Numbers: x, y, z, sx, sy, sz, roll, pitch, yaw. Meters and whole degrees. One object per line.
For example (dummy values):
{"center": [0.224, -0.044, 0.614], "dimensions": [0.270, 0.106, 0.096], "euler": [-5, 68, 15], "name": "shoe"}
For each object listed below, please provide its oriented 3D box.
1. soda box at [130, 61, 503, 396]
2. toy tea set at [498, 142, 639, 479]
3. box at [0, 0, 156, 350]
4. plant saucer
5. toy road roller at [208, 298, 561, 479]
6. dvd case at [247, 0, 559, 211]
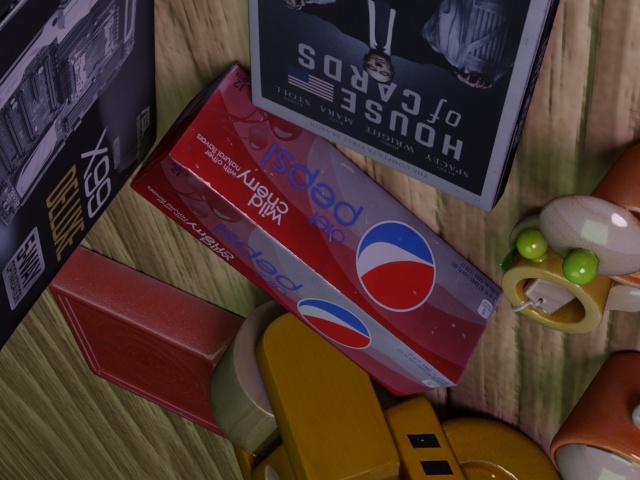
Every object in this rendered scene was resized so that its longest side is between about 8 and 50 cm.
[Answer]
{"center": [0.000, 0.000, 0.833], "dimensions": [0.263, 0.092, 0.083], "euler": [39, 153, -14], "name": "soda box"}
{"center": [0.202, 0.087, 0.734], "dimensions": [0.200, 0.124, 0.336], "euler": [1, 139, 45], "name": "toy tea set"}
{"center": [-0.201, -0.078, 0.753], "dimensions": [0.076, 0.242, 0.307], "euler": [28, 151, 8], "name": "box"}
{"center": [-0.178, 0.121, 1.264], "dimensions": [0.258, 0.048, 0.259], "euler": [23, 152, 18], "name": "plant saucer"}
{"center": [0.063, 0.202, 1.041], "dimensions": [0.329, 0.240, 0.202], "euler": [67, 157, 15], "name": "toy road roller"}
{"center": [0.039, -0.123, 0.663], "dimensions": [0.179, 0.029, 0.239], "euler": [26, 151, 13], "name": "dvd case"}
